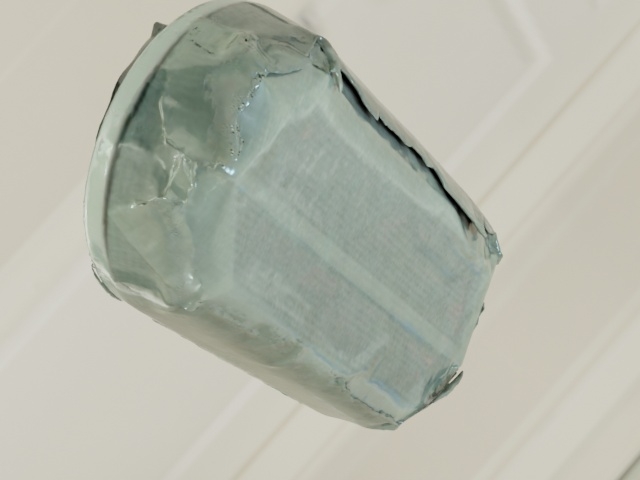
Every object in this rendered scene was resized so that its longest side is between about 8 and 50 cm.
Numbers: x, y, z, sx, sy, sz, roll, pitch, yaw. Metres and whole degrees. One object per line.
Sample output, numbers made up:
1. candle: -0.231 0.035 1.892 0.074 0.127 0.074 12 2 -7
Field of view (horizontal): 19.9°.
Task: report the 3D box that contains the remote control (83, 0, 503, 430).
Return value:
1. remote control: 0.000 0.000 0.623 0.052 0.104 0.247 23 173 28
